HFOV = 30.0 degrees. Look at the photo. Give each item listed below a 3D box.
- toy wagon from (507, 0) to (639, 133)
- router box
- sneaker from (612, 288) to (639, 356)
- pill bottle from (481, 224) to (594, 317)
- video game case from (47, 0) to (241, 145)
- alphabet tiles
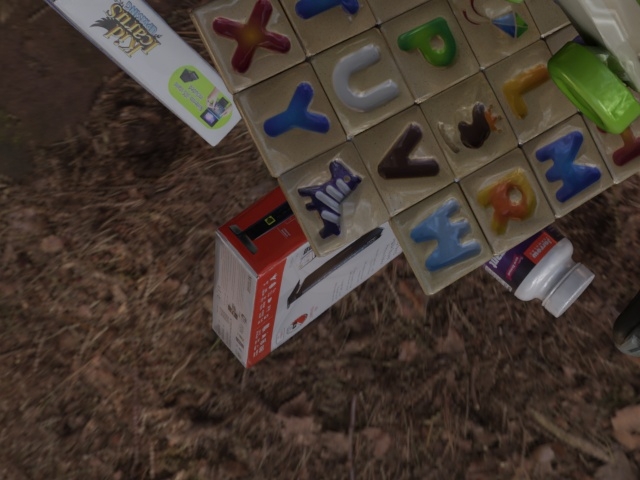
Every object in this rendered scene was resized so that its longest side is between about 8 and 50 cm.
[{"bbox_3d":[0.218,-0.178,0.616,0.267,0.068,0.344,-44,133,6],"label":"toy wagon"},{"bbox_3d":[0.000,0.000,1.569,0.301,0.335,0.082,-36,74,-19],"label":"router box"},{"bbox_3d":[0.372,0.001,1.135,0.267,0.101,0.106,-47,51,15],"label":"sneaker"},{"bbox_3d":[0.281,0.015,1.663,0.193,0.108,0.108,42,100,14],"label":"pill bottle"},{"bbox_3d":[-0.221,-0.231,1.184,0.061,0.269,0.244,-48,137,-1],"label":"video game case"},{"bbox_3d":[0.095,-0.139,0.800,0.342,0.011,0.285,-29,94,-25],"label":"alphabet tiles"}]
